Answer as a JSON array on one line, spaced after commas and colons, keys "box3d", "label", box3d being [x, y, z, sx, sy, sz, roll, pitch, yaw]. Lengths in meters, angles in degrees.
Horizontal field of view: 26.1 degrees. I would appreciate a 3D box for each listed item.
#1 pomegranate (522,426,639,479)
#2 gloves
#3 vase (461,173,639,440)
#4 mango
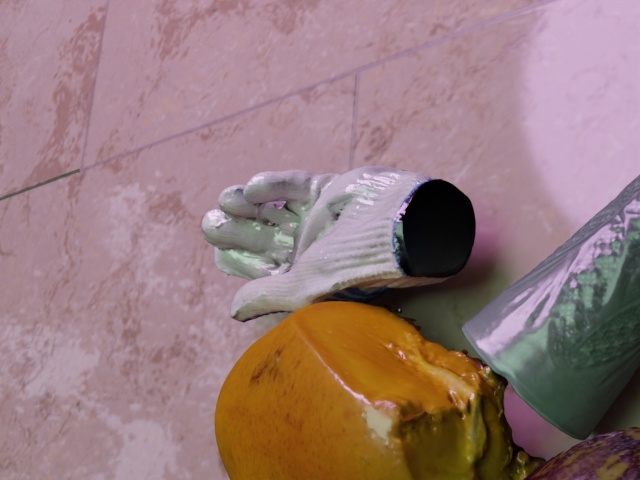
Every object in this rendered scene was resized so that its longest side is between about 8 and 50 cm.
[{"box3d": [0.124, 0.188, 0.628, 0.214, 0.248, 0.214, -174, 90, -73], "label": "pomegranate"}, {"box3d": [0.005, 0.003, 0.939, 0.229, 0.097, 0.119, 2, 59, 42], "label": "gloves"}, {"box3d": [0.188, 0.002, 0.773, 0.219, 0.096, 0.096, -48, 45, 10], "label": "vase"}, {"box3d": [0.014, 0.117, 0.852, 0.252, 0.126, 0.154, 5, 93, 54], "label": "mango"}]
